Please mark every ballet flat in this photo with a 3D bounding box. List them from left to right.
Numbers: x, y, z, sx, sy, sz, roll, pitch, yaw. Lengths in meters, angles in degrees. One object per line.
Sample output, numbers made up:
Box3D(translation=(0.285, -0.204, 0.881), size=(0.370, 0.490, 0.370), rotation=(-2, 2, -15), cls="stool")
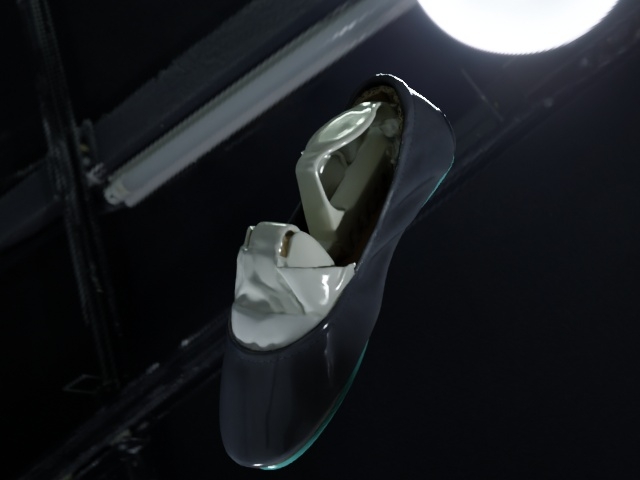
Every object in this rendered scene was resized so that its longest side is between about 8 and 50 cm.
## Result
Box3D(translation=(0.000, 0.000, 0.375), size=(0.074, 0.074, 0.203), rotation=(10, -124, 33), cls="ballet flat")
